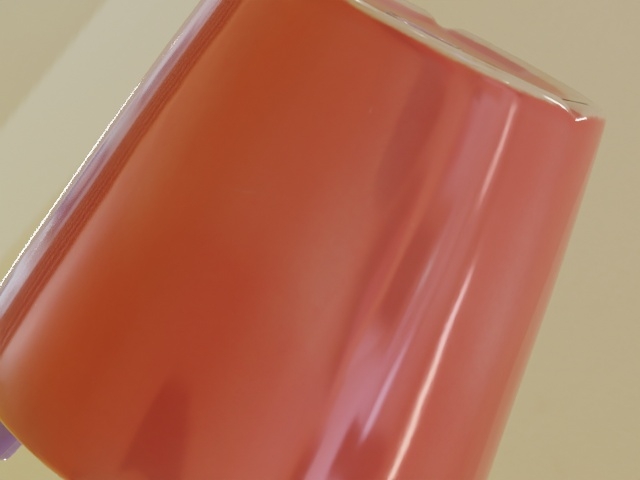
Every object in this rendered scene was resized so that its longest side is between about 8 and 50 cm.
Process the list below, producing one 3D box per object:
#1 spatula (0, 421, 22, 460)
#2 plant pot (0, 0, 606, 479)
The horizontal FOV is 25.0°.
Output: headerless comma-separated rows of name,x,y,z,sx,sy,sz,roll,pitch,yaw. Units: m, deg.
spatula,-0.177,0.050,0.958,0.296,0.084,0.030,-47,-166,28
plant pot,0.000,0.000,0.719,0.275,0.275,0.243,38,-73,43
